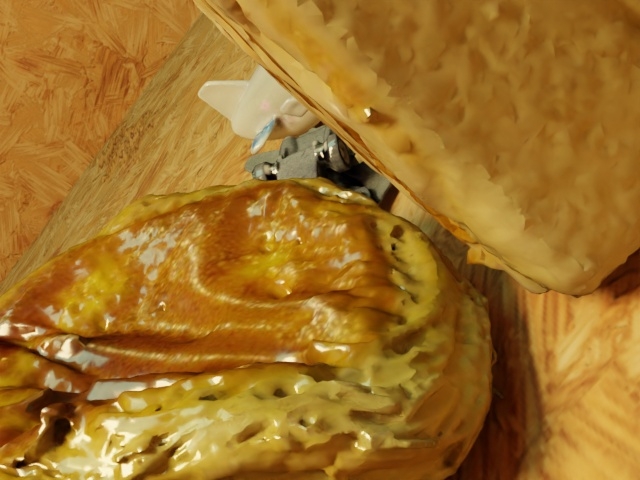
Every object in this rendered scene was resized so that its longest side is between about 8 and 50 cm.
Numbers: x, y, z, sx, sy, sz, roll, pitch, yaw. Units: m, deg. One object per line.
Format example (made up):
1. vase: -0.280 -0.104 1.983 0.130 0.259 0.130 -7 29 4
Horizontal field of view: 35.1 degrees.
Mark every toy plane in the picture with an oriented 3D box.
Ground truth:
1. toy plane: -0.007 -0.203 1.076 0.267 0.122 0.267 -43 24 24
2. toy plane: -0.006 -0.008 0.806 0.212 0.088 0.267 -21 34 19

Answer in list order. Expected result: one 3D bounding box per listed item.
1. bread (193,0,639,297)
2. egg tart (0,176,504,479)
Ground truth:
1. bread: 0.045 -0.210 0.591 0.279 0.390 0.371 -43 20 4
2. egg tart: -0.072 0.082 0.624 0.351 0.153 0.339 -15 28 2
